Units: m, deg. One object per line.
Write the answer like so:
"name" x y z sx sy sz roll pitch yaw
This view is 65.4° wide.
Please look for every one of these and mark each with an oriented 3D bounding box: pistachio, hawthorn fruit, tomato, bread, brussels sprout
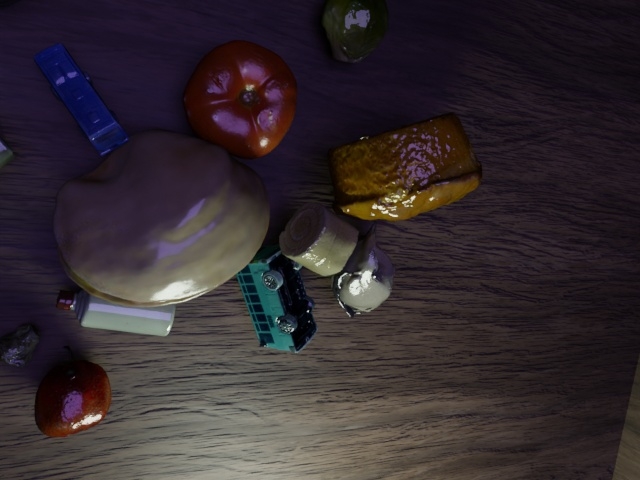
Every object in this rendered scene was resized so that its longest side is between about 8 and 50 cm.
"pistachio" -0.324 -0.052 1.054 0.445 0.281 0.365 -18 82 -21
"hawthorn fruit" -0.551 0.331 1.109 0.157 0.157 0.194 -7 85 -22
"tomato" -0.180 -0.315 1.120 0.259 0.180 0.260 -3 99 -22
"bread" 0.200 -0.173 1.221 0.398 0.398 0.215 -20 101 -19
"brussels sprout" 0.087 -0.531 1.217 0.161 0.144 0.181 -32 136 -36
"bread" 0.000 0.000 1.189 0.148 0.134 0.141 -49 134 11

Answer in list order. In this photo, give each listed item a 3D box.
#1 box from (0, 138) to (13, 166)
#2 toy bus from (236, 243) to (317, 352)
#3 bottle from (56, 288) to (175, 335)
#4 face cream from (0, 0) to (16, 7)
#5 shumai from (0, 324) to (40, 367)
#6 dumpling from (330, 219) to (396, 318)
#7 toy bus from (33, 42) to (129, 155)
"box" -0.701 -0.197 0.939 0.129 0.148 0.210 -46 114 -22
"toy bus" -0.111 0.143 1.253 0.128 0.147 0.256 -39 119 -53
"bottle" -0.462 0.152 1.130 0.245 0.104 0.104 13 95 -26
"face cream" -0.622 -0.531 0.902 0.177 0.153 0.177 -4 102 -21
"shumai" -0.645 0.220 1.076 0.080 0.083 0.082 -52 155 14
"dumpling" 0.096 0.073 1.296 0.163 0.204 0.293 -13 150 -9
"toy bus" -0.476 -0.286 0.996 0.079 0.094 0.236 -34 81 -20
